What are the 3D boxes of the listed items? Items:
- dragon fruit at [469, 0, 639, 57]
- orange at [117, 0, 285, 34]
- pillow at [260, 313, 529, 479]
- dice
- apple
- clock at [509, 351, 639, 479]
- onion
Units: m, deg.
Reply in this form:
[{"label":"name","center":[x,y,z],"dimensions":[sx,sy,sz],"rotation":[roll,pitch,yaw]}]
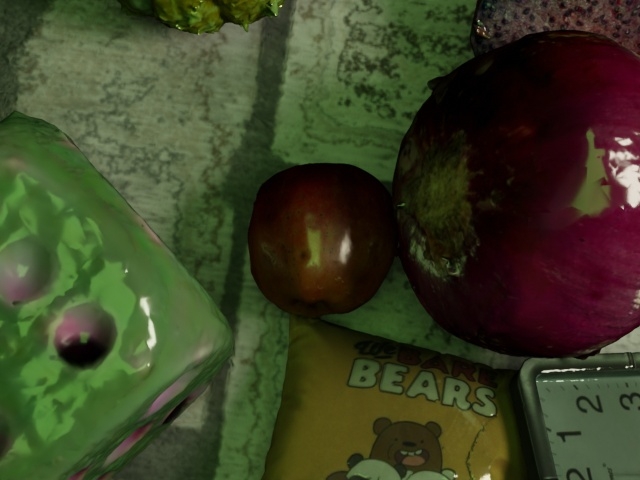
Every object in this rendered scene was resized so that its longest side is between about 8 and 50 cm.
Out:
[{"label":"dragon fruit","center":[0.278,-0.249,1.556],"dimensions":[0.223,0.148,0.218],"rotation":[29,124,-9]},{"label":"orange","center":[-0.135,-0.372,1.547],"dimensions":[0.300,0.223,0.301],"rotation":[3,81,8]},{"label":"pillow","center":[0.083,0.242,1.471],"dimensions":[0.310,0.119,0.312],"rotation":[12,63,7]},{"label":"dice","center":[-0.295,0.087,1.418],"dimensions":[0.318,0.330,0.322],"rotation":[-42,80,-7]},{"label":"apple","center":[0.005,0.001,1.511],"dimensions":[0.147,0.156,0.158],"rotation":[-28,54,39]},{"label":"clock","center":[0.342,0.247,1.454],"dimensions":[0.279,0.049,0.273],"rotation":[0,63,-18]},{"label":"onion","center":[0.270,-0.043,1.452],"dimensions":[0.385,0.348,0.348],"rotation":[3,78,-33]}]
